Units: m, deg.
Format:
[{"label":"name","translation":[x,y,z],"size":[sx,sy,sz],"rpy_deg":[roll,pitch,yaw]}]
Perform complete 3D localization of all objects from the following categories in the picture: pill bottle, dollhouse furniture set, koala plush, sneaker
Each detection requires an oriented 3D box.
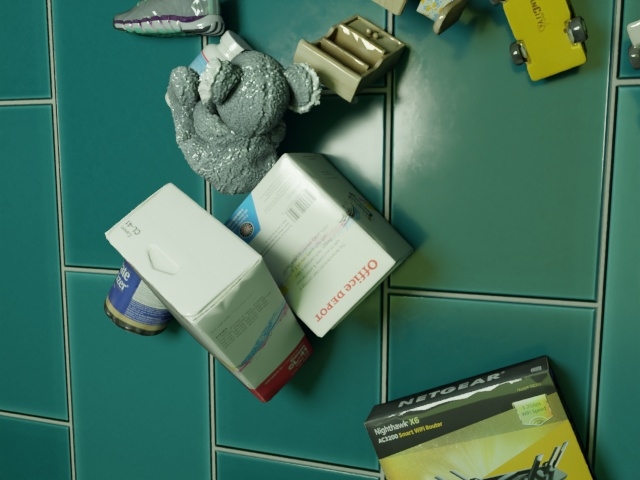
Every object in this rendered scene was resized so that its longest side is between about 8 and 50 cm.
[{"label":"pill bottle","translation":[-0.184,-0.275,1.047],"size":[0.160,0.087,0.087],"rpy_deg":[-44,83,19]},{"label":"pill bottle","translation":[-0.292,0.052,1.106],"size":[0.123,0.123,0.219],"rpy_deg":[32,105,12]},{"label":"dollhouse furniture set","translation":[0.078,-0.344,0.860],"size":[0.212,0.161,0.242],"rpy_deg":[36,136,11]},{"label":"koala plush","translation":[-0.107,-0.192,0.897],"size":[0.221,0.196,0.203],"rpy_deg":[143,124,-58]},{"label":"sneaker","translation":[-0.259,-0.401,1.050],"size":[0.224,0.083,0.098],"rpy_deg":[8,103,23]}]

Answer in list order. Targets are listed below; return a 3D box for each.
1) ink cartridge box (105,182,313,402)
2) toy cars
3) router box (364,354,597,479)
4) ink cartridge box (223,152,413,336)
[{"label":"ink cartridge box","translation":[-0.156,0.090,0.940],"size":[0.226,0.306,0.131],"rpy_deg":[36,70,31]},{"label":"toy cars","translation":[0.401,-0.282,0.853],"size":[0.394,0.087,0.176],"rpy_deg":[30,131,10]},{"label":"router box","translation":[0.259,0.349,0.985],"size":[0.309,0.081,0.242],"rpy_deg":[-23,89,19]},{"label":"ink cartridge box","translation":[0.000,0.000,0.978],"size":[0.232,0.168,0.171],"rpy_deg":[46,109,8]}]
